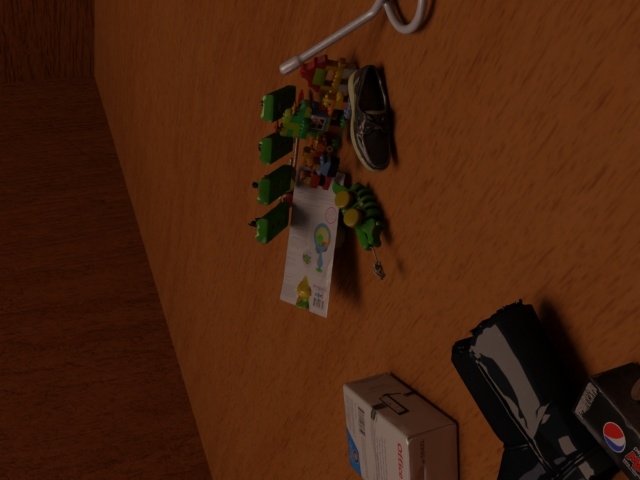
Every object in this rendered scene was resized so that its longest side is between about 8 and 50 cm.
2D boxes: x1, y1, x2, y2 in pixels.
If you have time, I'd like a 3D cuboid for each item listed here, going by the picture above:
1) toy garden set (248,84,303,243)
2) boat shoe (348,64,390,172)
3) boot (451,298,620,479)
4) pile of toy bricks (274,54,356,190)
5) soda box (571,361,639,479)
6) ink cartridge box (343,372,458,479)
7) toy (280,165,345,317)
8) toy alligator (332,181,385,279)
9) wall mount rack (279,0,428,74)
[{"bbox_3d":[-0.072,-0.142,1.386,0.204,0.049,0.245,-46,-37,-65],"label":"toy garden set"},{"bbox_3d":[0.071,-0.173,1.153,0.049,0.056,0.152,152,106,-72],"label":"boat shoe"},{"bbox_3d":[0.216,0.210,0.918,0.207,0.094,0.247,60,145,31],"label":"boot"},{"bbox_3d":[-0.018,-0.177,1.263,0.212,0.105,0.118,110,165,-49],"label":"pile of toy bricks"},{"bbox_3d":[0.308,0.192,0.737,0.169,0.060,0.053,-123,30,-43],"label":"soda box"},{"bbox_3d":[0.117,0.307,1.218,0.203,0.085,0.148,-152,54,-62],"label":"ink cartridge box"},{"bbox_3d":[0.000,0.000,1.384,0.136,0.056,0.238,16,98,52],"label":"toy"},{"bbox_3d":[0.072,-0.028,1.230,0.051,0.056,0.190,-39,55,19],"label":"toy alligator"},{"bbox_3d":[0.012,-0.401,1.096,0.304,0.130,0.350,127,129,-62],"label":"wall mount rack"}]
